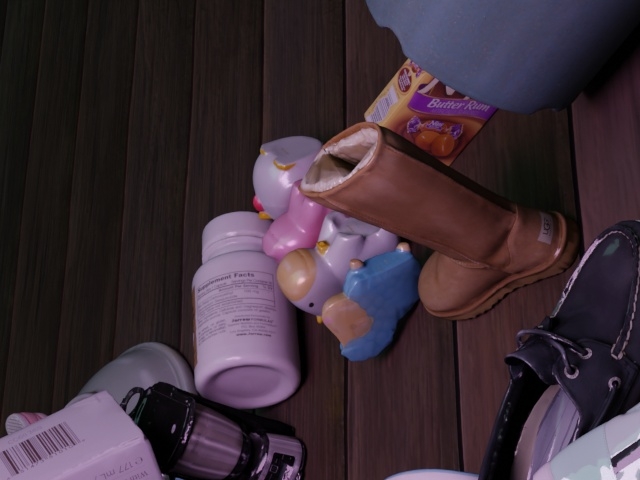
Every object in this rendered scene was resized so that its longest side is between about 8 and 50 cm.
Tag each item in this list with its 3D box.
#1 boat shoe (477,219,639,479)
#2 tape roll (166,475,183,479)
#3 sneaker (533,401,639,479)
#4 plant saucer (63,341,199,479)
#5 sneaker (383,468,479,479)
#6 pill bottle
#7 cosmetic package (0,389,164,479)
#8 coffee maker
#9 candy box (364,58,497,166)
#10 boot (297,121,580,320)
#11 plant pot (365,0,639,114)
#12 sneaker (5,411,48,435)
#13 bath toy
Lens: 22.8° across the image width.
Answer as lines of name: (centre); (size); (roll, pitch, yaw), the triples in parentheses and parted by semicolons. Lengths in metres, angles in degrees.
boat shoe: (0.208, 0.133, 1.388); (0.127, 0.113, 0.340); (28, 97, 60)
tape roll: (-0.219, 0.335, 2.022); (0.189, 0.080, 0.189); (-8, 74, 28)
sneaker: (0.297, 0.242, 1.247); (0.151, 0.094, 0.256); (-44, 70, 20)
plant saucer: (-0.311, 0.328, 2.228); (0.400, 0.101, 0.400); (-34, 47, 46)
sneaker: (0.083, 0.352, 1.561); (0.319, 0.127, 0.208); (-41, 39, 55)
pill bottle: (-0.096, 0.084, 1.986); (0.131, 0.131, 0.229); (-41, 42, 40)
cosmetic package: (-0.258, 0.394, 1.808); (0.156, 0.217, 0.385); (33, 146, 60)
coffee maker: (-0.128, 0.237, 1.904); (0.120, 0.178, 0.171); (-56, 34, 14)
candy box: (0.146, -0.173, 1.763); (0.186, 0.109, 0.053); (-52, 35, 30)
boot: (0.092, -0.019, 1.603); (0.236, 0.270, 0.089); (-32, 46, 46)
plant pot: (0.223, -0.326, 1.542); (0.334, 0.341, 0.341); (-58, 32, 35)
sneaker: (-0.384, 0.298, 2.225); (0.051, 0.070, 0.134); (-41, 71, 27)
bath toy: (0.000, 0.000, 1.897); (0.348, 0.151, 0.129); (-124, 23, -54)
